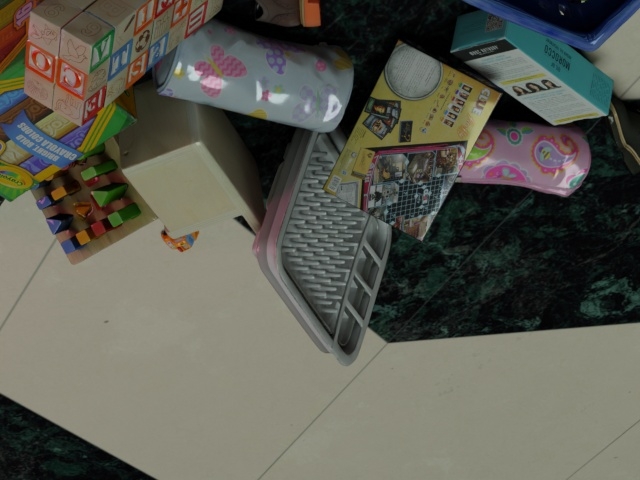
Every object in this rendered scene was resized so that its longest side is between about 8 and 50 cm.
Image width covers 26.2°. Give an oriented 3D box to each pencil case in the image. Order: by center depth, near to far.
[{"bbox_3d":[-0.090,-0.229,1.861,0.273,0.113,0.124,11,96,-24],"label":"pencil case"},{"bbox_3d":[0.256,-0.130,2.056,0.284,0.124,0.124,4,139,-17],"label":"pencil case"}]

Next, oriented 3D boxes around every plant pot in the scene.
[{"bbox_3d":[0.292,-0.403,1.655,0.236,0.212,0.236,17,135,-29],"label":"plant pot"}]

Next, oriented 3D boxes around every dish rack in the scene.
[{"bbox_3d":[0.000,0.000,2.066,0.072,0.285,0.333,3,148,26],"label":"dish rack"}]

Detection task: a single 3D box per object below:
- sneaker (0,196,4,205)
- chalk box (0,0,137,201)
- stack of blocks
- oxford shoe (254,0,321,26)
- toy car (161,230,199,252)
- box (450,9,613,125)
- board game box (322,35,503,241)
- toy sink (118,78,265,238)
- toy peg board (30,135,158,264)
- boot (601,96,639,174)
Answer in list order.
[{"bbox_3d":[-0.515,-0.056,2.005,0.083,0.087,0.221,22,131,-33],"label":"sneaker"},{"bbox_3d":[-0.408,-0.189,1.791,0.289,0.180,0.179,-29,138,20],"label":"chalk box"},{"bbox_3d":[-0.219,-0.289,1.626,0.087,0.297,0.171,31,139,12],"label":"stack of blocks"},{"bbox_3d":[-0.058,-0.348,1.716,0.098,0.097,0.271,-6,152,3],"label":"oxford shoe"},{"bbox_3d":[-0.226,-0.023,2.145,0.060,0.040,0.122,-12,142,2],"label":"toy car"},{"bbox_3d":[0.301,-0.246,1.944,0.244,0.060,0.100,28,156,-38],"label":"box"},{"bbox_3d":[0.129,-0.142,1.944,0.165,0.042,0.243,28,108,2],"label":"board game box"},{"bbox_3d":[-0.186,-0.105,1.966,0.131,0.153,0.234,-20,141,12],"label":"toy sink"},{"bbox_3d":[-0.344,-0.062,1.969,0.160,0.161,0.079,-28,-178,21],"label":"toy peg board"},{"bbox_3d":[0.503,-0.188,2.089,0.137,0.077,0.198,-28,151,14],"label":"boot"}]
